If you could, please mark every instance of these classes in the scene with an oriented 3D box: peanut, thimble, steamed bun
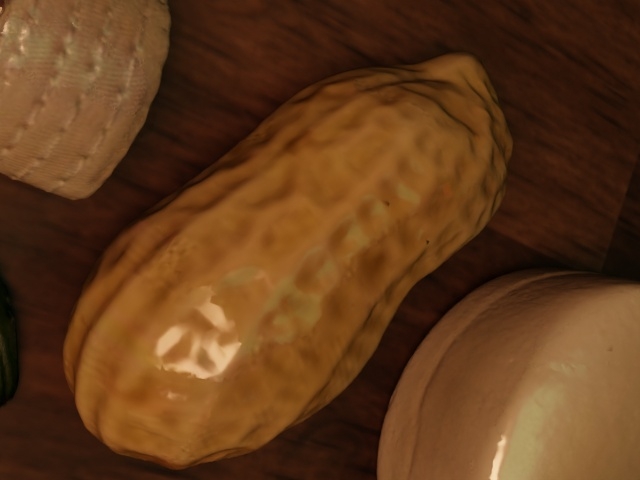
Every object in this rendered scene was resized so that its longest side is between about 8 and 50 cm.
[{"bbox_3d":[0.000,0.000,0.601,0.325,0.140,0.153,-39,133,-29],"label":"peanut"},{"bbox_3d":[-0.132,-0.086,0.523,0.090,0.102,0.115,20,114,-34],"label":"thimble"},{"bbox_3d":[0.143,0.123,0.700,0.164,0.146,0.241,39,74,-24],"label":"steamed bun"}]

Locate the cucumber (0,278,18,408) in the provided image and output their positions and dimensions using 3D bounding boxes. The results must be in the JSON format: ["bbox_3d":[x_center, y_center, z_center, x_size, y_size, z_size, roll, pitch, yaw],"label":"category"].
[{"bbox_3d":[-0.185,0.044,0.543,0.067,0.035,0.107,-32,114,-28],"label":"cucumber"}]
